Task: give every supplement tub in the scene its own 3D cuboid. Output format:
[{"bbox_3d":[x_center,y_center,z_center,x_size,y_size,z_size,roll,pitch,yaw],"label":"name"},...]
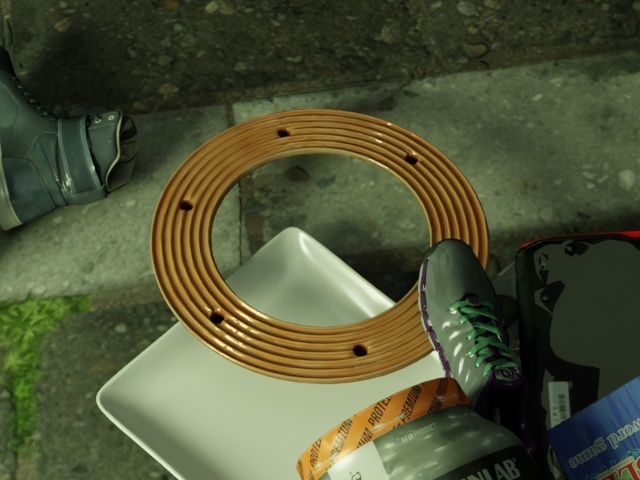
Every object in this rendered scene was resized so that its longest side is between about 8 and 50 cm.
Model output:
[{"bbox_3d":[0.117,0.278,0.889,0.193,0.193,0.316,-24,69,-16],"label":"supplement tub"}]

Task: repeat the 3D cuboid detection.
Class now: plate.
[{"bbox_3d":[-0.021,0.151,1.091,0.277,0.045,0.278,38,62,21],"label":"plate"}]

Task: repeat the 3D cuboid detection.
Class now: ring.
[{"bbox_3d":[0.000,0.000,1.153,0.336,0.032,0.336,0,53,0],"label":"ring"}]

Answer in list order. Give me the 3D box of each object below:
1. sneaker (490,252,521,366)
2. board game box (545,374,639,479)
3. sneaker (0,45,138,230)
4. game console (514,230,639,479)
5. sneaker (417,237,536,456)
[{"bbox_3d":[0.229,0.116,1.106,0.132,0.086,0.228,-33,55,-12],"label":"sneaker"},{"bbox_3d":[0.370,0.201,0.837,0.319,0.066,0.318,-37,55,19],"label":"board game box"},{"bbox_3d":[-0.285,-0.131,1.248,0.163,0.086,0.226,-17,66,1],"label":"sneaker"},{"bbox_3d":[0.350,0.170,0.996,0.342,0.060,0.386,-5,71,13],"label":"game console"},{"bbox_3d":[0.151,0.099,1.029,0.083,0.098,0.223,-6,77,-22],"label":"sneaker"}]
